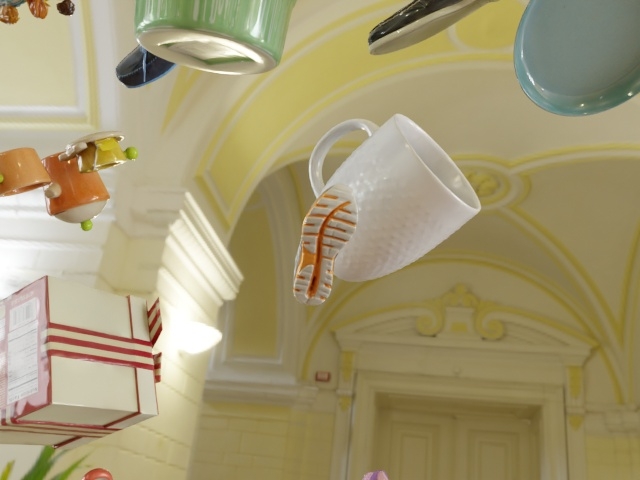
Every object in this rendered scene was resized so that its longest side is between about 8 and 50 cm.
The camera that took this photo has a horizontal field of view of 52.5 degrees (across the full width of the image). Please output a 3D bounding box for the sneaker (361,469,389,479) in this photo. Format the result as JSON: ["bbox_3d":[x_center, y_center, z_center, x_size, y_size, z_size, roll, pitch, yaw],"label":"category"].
[{"bbox_3d":[0.147,0.475,1.111,0.236,0.104,0.095,39,-43,-15],"label":"sneaker"}]

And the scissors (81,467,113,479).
[{"bbox_3d":[-0.372,0.459,0.946,0.109,0.297,0.021,-2,25,-41],"label":"scissors"}]

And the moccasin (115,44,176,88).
[{"bbox_3d":[-0.406,-0.537,1.697,0.342,0.137,0.117,-37,-31,3],"label":"moccasin"}]

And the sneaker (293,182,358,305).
[{"bbox_3d":[0.000,0.000,1.087,0.084,0.083,0.214,17,-68,-10],"label":"sneaker"}]

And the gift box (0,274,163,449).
[{"bbox_3d":[-0.435,0.204,1.144,0.255,0.276,0.258,-21,-28,25],"label":"gift box"}]

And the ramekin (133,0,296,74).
[{"bbox_3d":[-0.199,-0.416,1.201,0.304,0.148,0.303,8,-1,0],"label":"ramekin"}]

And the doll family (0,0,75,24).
[{"bbox_3d":[-0.662,-0.564,1.446,0.263,0.163,0.118,5,4,21],"label":"doll family"}]

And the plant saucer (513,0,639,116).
[{"bbox_3d":[0.489,-0.370,1.147,0.318,0.043,0.317,-5,-52,-6],"label":"plant saucer"}]

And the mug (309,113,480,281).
[{"bbox_3d":[0.115,-0.107,1.461,0.328,0.374,0.276,-41,-23,22],"label":"mug"}]

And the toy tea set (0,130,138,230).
[{"bbox_3d":[-0.425,-0.053,0.916,0.336,0.124,0.200,-21,5,-34],"label":"toy tea set"}]

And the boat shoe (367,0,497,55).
[{"bbox_3d":[0.224,-0.449,1.152,0.340,0.113,0.127,-25,0,18],"label":"boat shoe"}]
